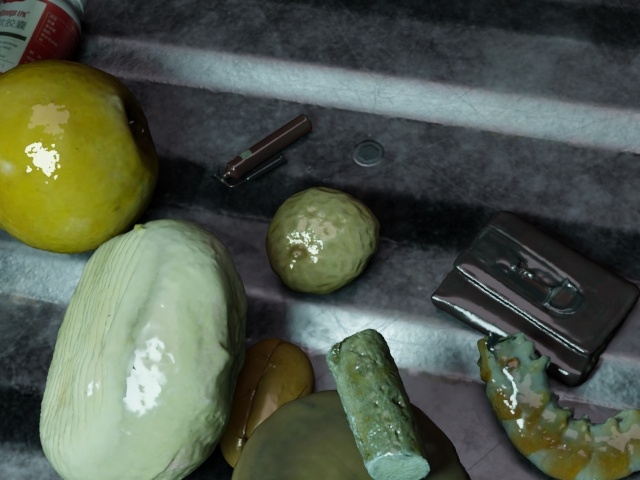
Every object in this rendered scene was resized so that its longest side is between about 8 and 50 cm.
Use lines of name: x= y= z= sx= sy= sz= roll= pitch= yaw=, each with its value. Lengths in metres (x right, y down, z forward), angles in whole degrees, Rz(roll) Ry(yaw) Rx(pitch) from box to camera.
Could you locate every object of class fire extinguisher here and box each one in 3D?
fire extinguisher: x=-0.082 y=-0.122 z=1.801 sx=0.173 sy=0.035 sz=0.049 roll=-34 pitch=100 yaw=-14

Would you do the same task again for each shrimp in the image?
shrimp: x=0.334 y=0.206 z=1.517 sx=0.287 sy=0.068 sz=0.185 roll=-1 pitch=80 yaw=15

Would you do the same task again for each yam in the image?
yam: x=0.064 y=0.188 z=1.396 sx=0.078 sy=0.078 sz=0.179 roll=-16 pitch=58 yaw=-4

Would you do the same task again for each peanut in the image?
peanut: x=0.000 y=0.000 z=1.670 sx=0.141 sy=0.109 sz=0.159 roll=28 pitch=64 yaw=21

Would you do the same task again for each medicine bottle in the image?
medicine bottle: x=-0.447 y=-0.290 z=1.878 sx=0.131 sy=0.131 sz=0.250 roll=11 pitch=61 yaw=12

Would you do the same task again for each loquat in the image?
loquat: x=-0.365 y=-0.118 z=1.691 sx=0.275 sy=0.275 sz=0.274 roll=-3 pitch=59 yaw=4

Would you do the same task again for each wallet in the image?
wallet: x=0.287 y=0.072 z=1.634 sx=0.229 sy=0.049 sz=0.182 roll=32 pitch=65 yaw=20

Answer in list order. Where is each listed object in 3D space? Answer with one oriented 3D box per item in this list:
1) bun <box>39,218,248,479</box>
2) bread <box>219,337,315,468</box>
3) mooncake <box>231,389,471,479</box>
bun: x=-0.199 y=0.143 z=1.526 sx=0.213 sy=0.361 sz=0.361 roll=21 pitch=56 yaw=-24
bread: x=-0.071 y=0.205 z=1.578 sx=0.114 sy=0.077 sz=0.189 roll=13 pitch=59 yaw=8
mooncake: x=0.040 y=0.328 z=1.441 sx=0.290 sy=0.161 sz=0.290 roll=-2 pitch=57 yaw=3
